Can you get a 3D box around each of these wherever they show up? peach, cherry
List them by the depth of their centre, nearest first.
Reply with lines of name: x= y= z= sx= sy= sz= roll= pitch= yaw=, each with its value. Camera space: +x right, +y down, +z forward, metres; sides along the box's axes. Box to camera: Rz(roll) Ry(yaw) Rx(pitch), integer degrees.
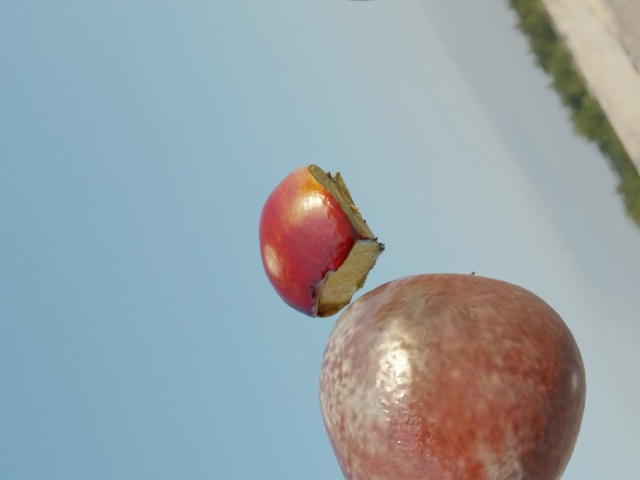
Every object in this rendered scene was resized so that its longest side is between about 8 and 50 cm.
cherry: x=0.116 y=0.135 z=1.396 sx=0.213 sy=0.236 sz=0.285 roll=59 pitch=-145 yaw=-45
peach: x=-0.007 y=0.000 z=1.555 sx=0.151 sy=0.118 sz=0.151 roll=58 pitch=-178 yaw=-3
